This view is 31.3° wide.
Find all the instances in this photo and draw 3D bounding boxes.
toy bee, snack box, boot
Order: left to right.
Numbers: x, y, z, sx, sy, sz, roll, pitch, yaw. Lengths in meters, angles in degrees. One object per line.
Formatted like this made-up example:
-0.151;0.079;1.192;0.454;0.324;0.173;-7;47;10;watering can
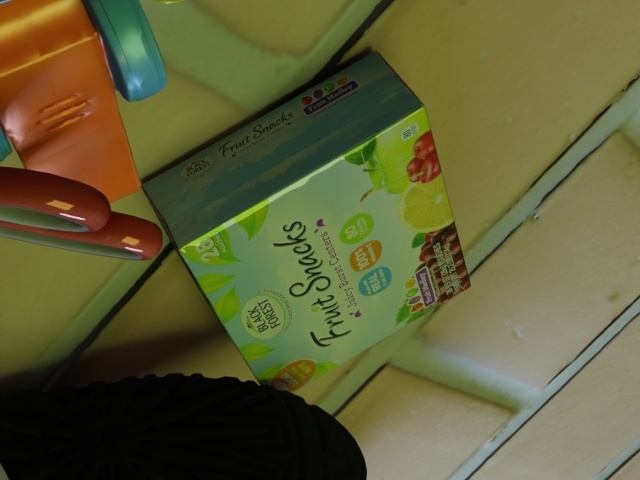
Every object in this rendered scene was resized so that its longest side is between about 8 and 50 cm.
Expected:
-0.131;-0.124;0.496;0.195;0.162;0.298;-20;166;-32;toy bee
-0.151;0.226;0.803;0.347;0.131;0.260;1;129;-6;boot
0.000;0.000;0.769;0.174;0.070;0.207;-30;142;-6;snack box

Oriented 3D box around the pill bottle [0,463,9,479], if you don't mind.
-0.250;0.252;0.619;0.176;0.176;0.319;-13;134;-27;pill bottle

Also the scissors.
-0.219;-0.027;0.504;0.297;0.021;0.109;8;171;6;scissors
